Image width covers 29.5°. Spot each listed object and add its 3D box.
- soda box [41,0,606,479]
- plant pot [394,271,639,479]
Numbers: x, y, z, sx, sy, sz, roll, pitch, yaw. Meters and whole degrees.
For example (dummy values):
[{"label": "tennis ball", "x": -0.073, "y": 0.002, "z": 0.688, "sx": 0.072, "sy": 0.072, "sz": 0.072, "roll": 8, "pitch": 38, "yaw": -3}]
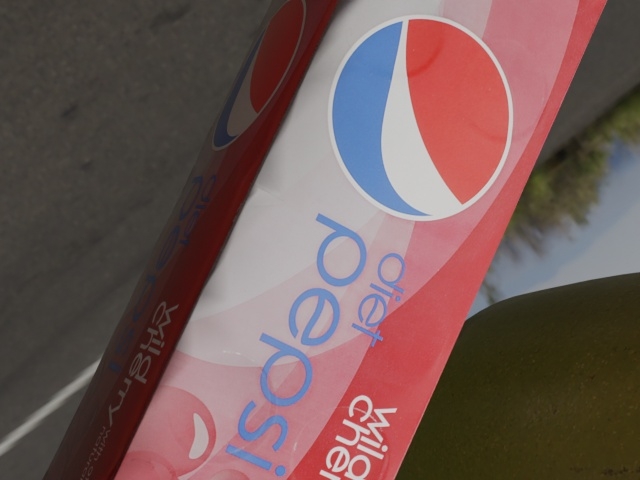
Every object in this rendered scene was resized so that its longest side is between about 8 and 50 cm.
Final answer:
[{"label": "soda box", "x": 0.000, "y": 0.000, "z": 0.417, "sx": 0.263, "sy": 0.092, "sz": 0.083, "roll": -66, "pitch": -160, "yaw": -8}, {"label": "plant pot", "x": 0.220, "y": 0.123, "z": 0.621, "sx": 0.275, "sy": 0.274, "sz": 0.293, "roll": -32, "pitch": 178, "yaw": -29}]
